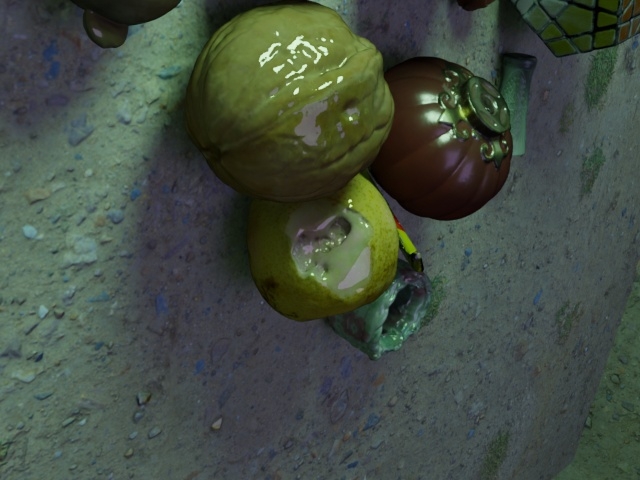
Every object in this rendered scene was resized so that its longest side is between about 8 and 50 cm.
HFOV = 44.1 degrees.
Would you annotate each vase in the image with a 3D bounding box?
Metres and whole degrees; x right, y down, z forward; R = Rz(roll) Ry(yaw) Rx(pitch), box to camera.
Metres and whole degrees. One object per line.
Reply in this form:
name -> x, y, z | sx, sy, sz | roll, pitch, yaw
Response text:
vase -> 0.431, -0.307, 1.777 | 0.096, 0.096, 0.219 | -19, 123, -43

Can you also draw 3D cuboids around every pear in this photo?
pear -> 0.000, 0.000, 1.321 | 0.271, 0.271, 0.271 | -29, 132, -37

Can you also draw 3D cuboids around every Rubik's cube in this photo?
Rubik's cube -> 0.532, -0.526, 1.603 | 0.264, 0.319, 0.319 | -40, 150, 22

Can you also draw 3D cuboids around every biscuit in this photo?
biscuit -> 0.115, -0.050, 1.416 | 0.026, 0.292, 0.048 | -21, 135, -6

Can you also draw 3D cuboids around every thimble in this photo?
thimble -> 0.117, 0.130, 1.623 | 0.211, 0.149, 0.185 | -59, 145, -6

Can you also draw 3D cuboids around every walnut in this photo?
walnut -> -0.039, -0.198, 1.136 | 0.313, 0.277, 0.252 | -42, 171, -30

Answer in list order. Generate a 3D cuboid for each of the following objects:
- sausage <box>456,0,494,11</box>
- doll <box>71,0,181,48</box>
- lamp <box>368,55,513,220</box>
sausage -> 0.338, -0.566, 1.366 | 0.094, 0.094, 0.419 | 6, 148, -12
doll -> -0.239, -0.388, 0.847 | 0.235, 0.174, 0.330 | -58, 145, -25
lamp -> 0.208, -0.184, 1.425 | 0.303, 0.257, 0.303 | 22, 54, -34
